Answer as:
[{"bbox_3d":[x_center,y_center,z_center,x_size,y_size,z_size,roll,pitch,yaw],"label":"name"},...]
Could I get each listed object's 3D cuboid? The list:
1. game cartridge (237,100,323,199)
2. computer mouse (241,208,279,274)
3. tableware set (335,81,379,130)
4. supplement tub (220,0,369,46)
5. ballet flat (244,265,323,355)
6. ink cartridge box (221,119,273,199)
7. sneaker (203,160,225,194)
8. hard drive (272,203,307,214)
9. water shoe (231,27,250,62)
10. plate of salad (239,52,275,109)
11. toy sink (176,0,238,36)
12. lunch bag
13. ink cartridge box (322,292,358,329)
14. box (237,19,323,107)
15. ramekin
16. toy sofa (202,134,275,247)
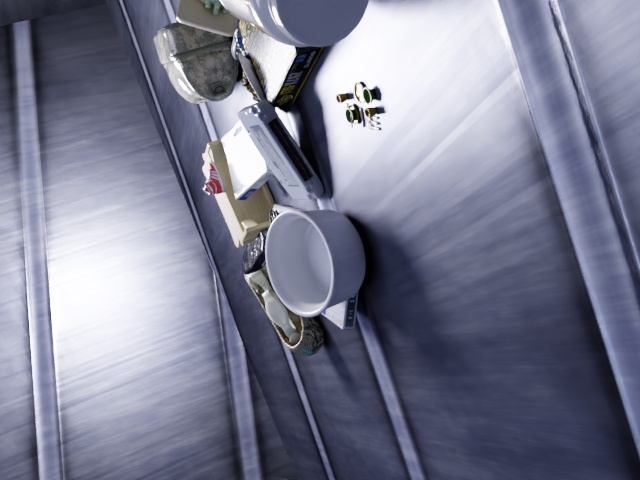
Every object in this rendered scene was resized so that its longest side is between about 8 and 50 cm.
[{"bbox_3d":[-0.114,-0.245,1.837,0.297,0.062,0.198,57,169,-17],"label":"game cartridge"},{"bbox_3d":[-0.169,0.047,2.118,0.262,0.060,0.184,-55,36,35],"label":"computer mouse"},{"bbox_3d":[0.077,-0.291,1.439,0.154,0.024,0.104,36,141,59],"label":"tableware set"},{"bbox_3d":[-0.063,-0.509,1.293,0.316,0.228,0.228,45,149,49],"label":"supplement tub"},{"bbox_3d":[-0.154,0.181,2.280,0.483,0.164,0.182,57,-165,27],"label":"ballet flat"},{"bbox_3d":[-0.228,-0.272,2.116,0.223,0.045,0.224,-32,68,50],"label":"ink cartridge box"},{"bbox_3d":[-0.364,-0.203,2.194,0.118,0.067,0.042,64,155,14],"label":"sneaker"},{"bbox_3d":[-0.082,0.004,2.040,0.307,0.040,0.203,-160,73,-65],"label":"hard drive"},{"bbox_3d":[-0.205,-0.571,1.876,0.080,0.073,0.203,45,161,12],"label":"water shoe"},{"bbox_3d":[-0.180,-0.425,1.850,0.200,0.048,0.200,60,-169,-19],"label":"plate of salad"},{"bbox_3d":[-0.256,-0.652,1.637,0.131,0.152,0.234,144,137,-70],"label":"toy sink"},{"bbox_3d":[-0.386,-0.565,2.122,0.305,0.212,0.256,25,131,64],"label":"lunch bag"},{"bbox_3d":[0.042,0.118,1.863,0.206,0.045,0.208,-151,63,-61],"label":"ink cartridge box"},{"bbox_3d":[-0.109,-0.508,1.646,0.322,0.079,0.257,139,112,-70],"label":"box"},{"bbox_3d":[-0.010,0.049,1.729,0.277,0.135,0.277,16,112,46],"label":"ramekin"},{"bbox_3d":[-0.267,-0.168,2.283,0.363,0.150,0.177,65,157,13],"label":"toy sofa"}]
